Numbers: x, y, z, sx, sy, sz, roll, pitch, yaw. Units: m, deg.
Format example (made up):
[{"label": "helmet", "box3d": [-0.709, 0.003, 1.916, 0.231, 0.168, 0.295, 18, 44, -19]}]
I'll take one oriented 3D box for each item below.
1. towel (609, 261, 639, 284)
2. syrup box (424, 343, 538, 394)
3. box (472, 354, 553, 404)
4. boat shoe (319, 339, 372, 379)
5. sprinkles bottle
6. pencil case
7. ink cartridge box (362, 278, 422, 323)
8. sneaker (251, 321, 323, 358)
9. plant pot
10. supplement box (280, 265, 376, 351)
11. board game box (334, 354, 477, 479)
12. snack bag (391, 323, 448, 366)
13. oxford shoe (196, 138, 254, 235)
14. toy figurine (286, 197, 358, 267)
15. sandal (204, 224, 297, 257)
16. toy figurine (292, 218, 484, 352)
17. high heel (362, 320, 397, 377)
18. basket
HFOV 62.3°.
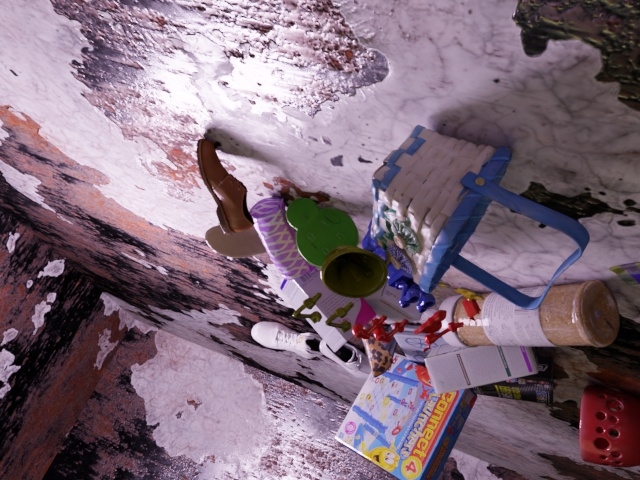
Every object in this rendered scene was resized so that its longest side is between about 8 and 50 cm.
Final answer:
[{"label": "towel", "box3d": [0.531, 0.054, 0.874, 0.060, 0.009, 0.083, 35, 154, -24]}, {"label": "syrup box", "box3d": [0.375, 0.278, 1.236, 0.237, 0.096, 0.093, -19, 180, 23]}, {"label": "box", "box3d": [0.495, 0.360, 1.391, 0.216, 0.060, 0.270, 1, 152, 23]}, {"label": "boat shoe", "box3d": [0.116, 0.445, 1.981, 0.258, 0.095, 0.084, 25, 161, -4]}, {"label": "sprinkles bottle", "box3d": [0.401, 0.157, 1.071, 0.121, 0.121, 0.355, 35, 155, -22]}, {"label": "pencil case", "box3d": [-0.085, -0.001, 1.199, 0.088, 0.086, 0.206, 0, 132, 34]}, {"label": "ink cartridge box", "box3d": [0.165, 0.151, 1.344, 0.127, 0.072, 0.175, 33, 156, -18]}, {"label": "sneaker", "box3d": [-0.111, 0.378, 2.062, 0.293, 0.108, 0.169, 21, 157, -17]}, {"label": "plant pot", "box3d": [0.750, 0.471, 1.317, 0.174, 0.191, 0.191, 3, 149, 33]}, {"label": "supplement box", "box3d": [0.016, 0.151, 1.325, 0.220, 0.111, 0.114, 48, 151, 12]}, {"label": "board game box", "box3d": [0.239, 0.507, 1.511, 0.302, 0.308, 0.086, 13, 153, 46]}, {"label": "snack bag", "box3d": [0.385, 0.303, 1.440, 0.343, 0.037, 0.323, 2, 153, 22]}, {"label": "oxford shoe", "box3d": [-0.193, -0.116, 1.097, 0.076, 0.076, 0.212, -13, 115, 15]}, {"label": "toy figurine", "box3d": [0.000, 0.000, 1.168, 0.173, 0.130, 0.159, 43, 169, 12]}, {"label": "sandal", "box3d": [-0.163, -0.009, 1.328, 0.240, 0.079, 0.088, -1, 107, 15]}, {"label": "toy figurine", "box3d": [0.112, 0.050, 1.008, 0.363, 0.217, 0.191, 18, 128, -30]}, {"label": "high heel", "box3d": [0.097, 0.280, 1.536, 0.261, 0.186, 0.093, 13, 154, 25]}, {"label": "basket", "box3d": [0.219, -0.015, 0.785, 0.289, 0.201, 0.254, 27, 157, 19]}]
